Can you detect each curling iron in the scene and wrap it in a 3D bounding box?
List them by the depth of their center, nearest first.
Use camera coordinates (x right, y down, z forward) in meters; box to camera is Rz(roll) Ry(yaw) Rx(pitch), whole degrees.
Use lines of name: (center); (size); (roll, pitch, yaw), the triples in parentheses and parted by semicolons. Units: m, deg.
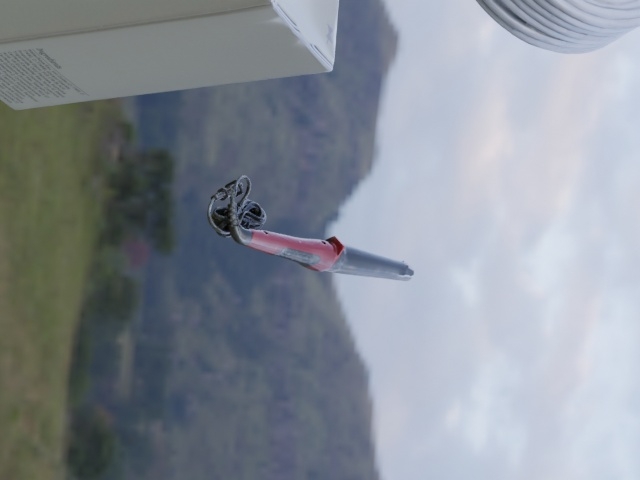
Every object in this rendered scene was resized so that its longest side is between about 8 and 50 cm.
curling iron: (0.000, 0.000, 1.701); (0.035, 0.274, 0.068); (-26, -120, 37)

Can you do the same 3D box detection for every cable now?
cable: (0.207, -0.287, 1.550); (0.089, 0.257, 0.257); (-19, -121, 50)

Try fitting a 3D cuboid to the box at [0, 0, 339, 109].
box: (-0.131, -0.170, 1.338); (0.113, 0.275, 0.094); (43, 47, -59)
